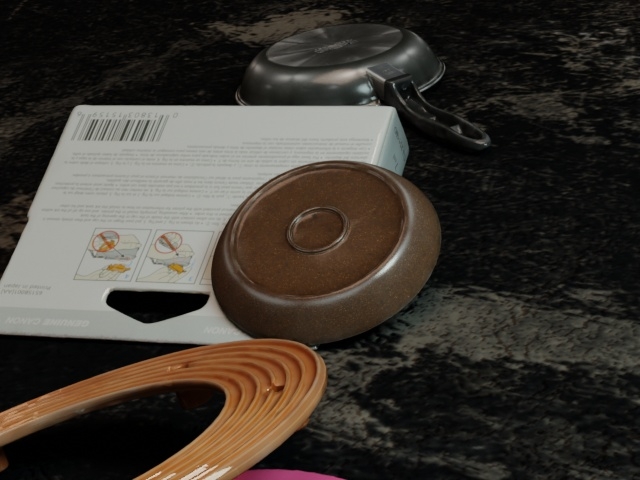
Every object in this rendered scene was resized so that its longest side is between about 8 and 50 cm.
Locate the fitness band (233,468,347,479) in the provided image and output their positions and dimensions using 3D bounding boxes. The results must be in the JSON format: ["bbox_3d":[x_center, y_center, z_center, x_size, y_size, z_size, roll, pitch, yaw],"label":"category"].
[{"bbox_3d":[-0.070,0.209,0.998,0.209,0.054,0.291,14,33,39],"label":"fitness band"}]

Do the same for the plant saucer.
[{"bbox_3d":[0.000,0.000,1.381,0.168,0.029,0.168,-10,46,11],"label":"plant saucer"}]

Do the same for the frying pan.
[{"bbox_3d":[0.024,-0.136,1.753,0.197,0.053,0.326,-10,21,-4],"label":"frying pan"}]

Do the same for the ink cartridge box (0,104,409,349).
[{"bbox_3d":[-0.091,-0.001,1.472,0.275,0.060,0.239,2,50,20],"label":"ink cartridge box"}]

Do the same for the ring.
[{"bbox_3d":[-0.151,0.138,1.110,0.336,0.032,0.336,-20,11,4],"label":"ring"}]
